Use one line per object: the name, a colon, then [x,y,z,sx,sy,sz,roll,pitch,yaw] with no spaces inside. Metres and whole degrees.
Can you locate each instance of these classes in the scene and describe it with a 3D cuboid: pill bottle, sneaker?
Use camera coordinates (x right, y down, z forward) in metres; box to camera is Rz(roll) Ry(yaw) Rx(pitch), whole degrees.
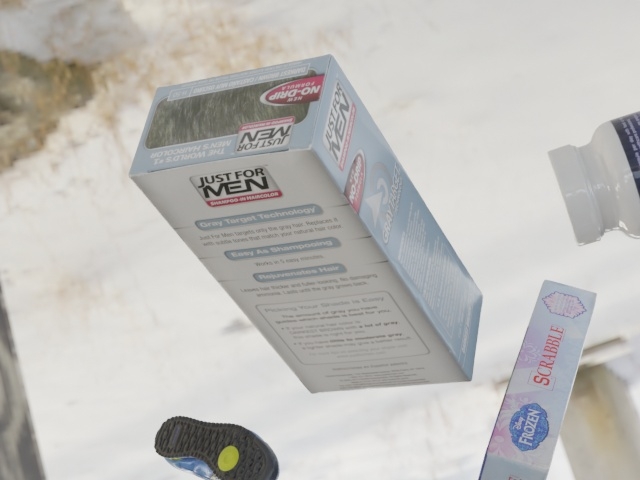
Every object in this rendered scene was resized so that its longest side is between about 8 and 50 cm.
pill bottle: [0.420,-0.089,1.802,0.265,0.153,0.153,-17,162,6]
sneaker: [-0.108,0.261,1.768,0.209,0.069,0.082,7,157,47]

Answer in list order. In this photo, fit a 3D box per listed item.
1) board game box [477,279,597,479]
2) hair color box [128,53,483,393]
board game box: [0.207,0.255,1.582,0.066,0.318,0.318,17,123,10]
hair color box: [0.000,0.000,1.405,0.185,0.113,0.374,-7,141,26]
